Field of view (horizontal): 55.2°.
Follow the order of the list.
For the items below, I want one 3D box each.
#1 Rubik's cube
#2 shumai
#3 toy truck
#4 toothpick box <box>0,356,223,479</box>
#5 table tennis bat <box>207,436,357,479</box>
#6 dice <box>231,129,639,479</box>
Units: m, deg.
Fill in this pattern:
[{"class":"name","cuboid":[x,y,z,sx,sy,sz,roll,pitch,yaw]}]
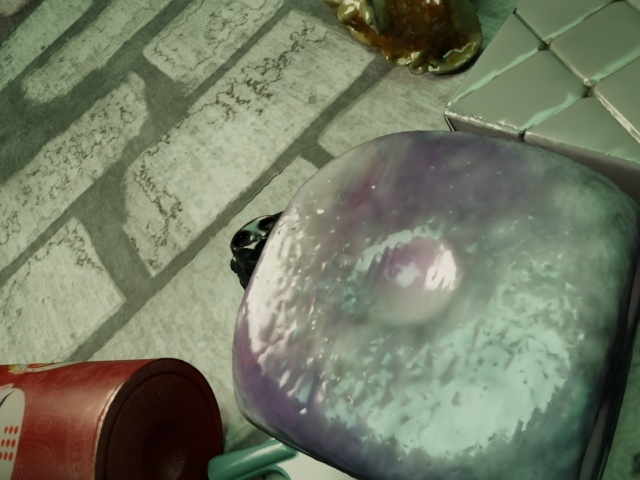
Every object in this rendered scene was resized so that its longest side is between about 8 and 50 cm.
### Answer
[{"class":"Rubik's cube","cuboid":[0.297,-0.119,0.595,0.221,0.224,0.231,28,78,42]},{"class":"shumai","cuboid":[0.125,-0.362,0.928,0.314,0.267,0.262,-16,80,56]},{"class":"toy truck","cuboid":[0.000,0.000,0.767,0.224,0.147,0.165,-25,27,11]},{"class":"toothpick box","cuboid":[-0.310,0.246,0.734,0.333,0.204,0.204,-9,56,27]},{"class":"table tennis bat","cuboid":[-0.017,0.226,0.681,0.244,0.040,0.153,-23,51,11]},{"class":"dice","cuboid":[0.110,0.086,0.525,0.270,0.271,0.270,14,68,31]}]
